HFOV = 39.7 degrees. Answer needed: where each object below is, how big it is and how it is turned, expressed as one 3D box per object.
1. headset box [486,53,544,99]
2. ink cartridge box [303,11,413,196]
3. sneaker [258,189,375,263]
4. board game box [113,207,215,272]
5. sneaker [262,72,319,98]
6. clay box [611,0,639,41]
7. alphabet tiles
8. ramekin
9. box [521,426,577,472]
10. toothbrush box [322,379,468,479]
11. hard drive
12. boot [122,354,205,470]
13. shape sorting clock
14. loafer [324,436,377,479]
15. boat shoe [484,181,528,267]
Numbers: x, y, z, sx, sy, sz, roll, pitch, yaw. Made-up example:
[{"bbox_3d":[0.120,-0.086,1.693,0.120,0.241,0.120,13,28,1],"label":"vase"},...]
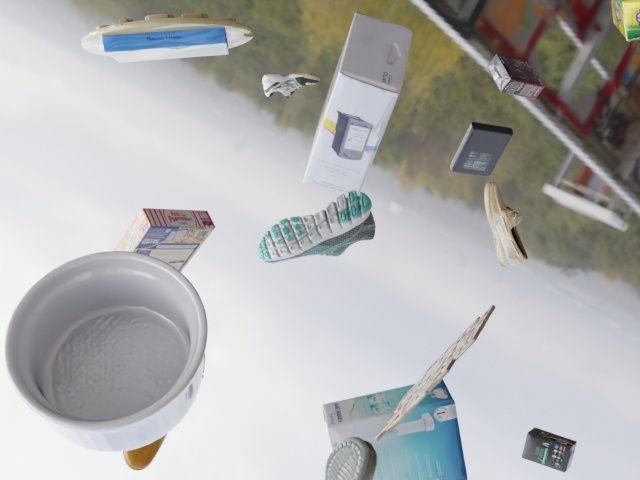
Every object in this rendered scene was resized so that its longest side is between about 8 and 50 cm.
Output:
[{"bbox_3d":[0.321,-0.266,1.443,0.083,0.032,0.062,5,-132,-29],"label":"headset box"},{"bbox_3d":[0.073,-0.274,1.818,0.131,0.306,0.226,16,-133,-3],"label":"ink cartridge box"},{"bbox_3d":[0.000,0.000,1.169,0.076,0.166,0.065,58,-164,-46],"label":"sneaker"},{"bbox_3d":[-0.306,0.020,1.648,0.146,0.193,0.045,2,-131,-46],"label":"board game box"},{"bbox_3d":[-0.042,-0.223,1.279,0.083,0.037,0.032,-2,-174,7],"label":"sneaker"},{"bbox_3d":[0.431,-0.290,1.086,0.127,0.053,0.222,-9,-164,16],"label":"clay box"},{"bbox_3d":[0.227,0.254,1.727,0.011,0.285,0.342,42,-158,7],"label":"alphabet tiles"},{"bbox_3d":[-0.296,0.165,1.268,0.277,0.277,0.135,28,149,16],"label":"ramekin"},{"bbox_3d":[0.426,0.389,1.647,0.083,0.052,0.062,14,-175,25],"label":"box"},{"bbox_3d":[0.169,0.466,2.037,0.295,0.217,0.126,-13,-164,-3],"label":"toothbrush box"},{"bbox_3d":[0.349,-0.196,1.920,0.094,0.135,0.022,7,-130,-11],"label":"hard drive"},{"bbox_3d":[-0.366,0.387,2.074,0.104,0.295,0.211,26,153,-22],"label":"boot"},{"bbox_3d":[-0.185,-0.247,1.076,0.206,0.040,0.206,-5,-173,1],"label":"shape sorting clock"},{"bbox_3d":[0.058,0.460,1.632,0.087,0.251,0.094,-4,-145,-32],"label":"loafer"},{"bbox_3d":[0.357,-0.034,1.692,0.059,0.170,0.063,-11,-168,27],"label":"boat shoe"}]
